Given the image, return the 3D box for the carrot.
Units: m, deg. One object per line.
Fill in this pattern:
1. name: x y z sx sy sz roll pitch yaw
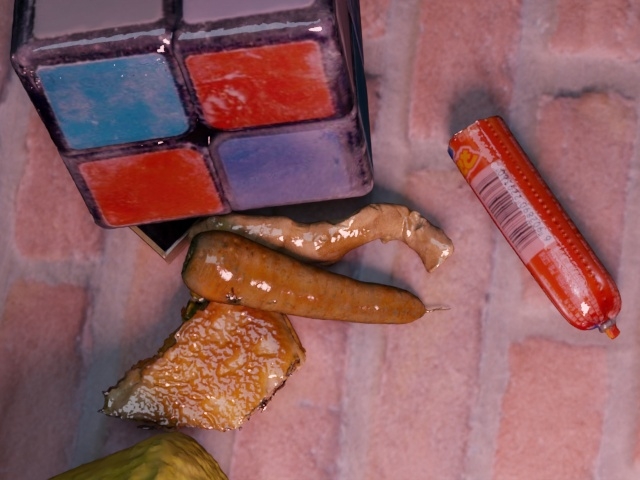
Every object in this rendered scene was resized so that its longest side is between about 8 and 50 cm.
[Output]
1. carrot: -0.002 0.053 1.782 0.298 0.078 0.078 13 76 -15

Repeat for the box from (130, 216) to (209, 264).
1. box: -0.170 -0.030 1.865 0.079 0.035 0.083 41 84 14

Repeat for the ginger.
1. ginger: 0.000 0.000 1.819 0.288 0.089 0.075 1 49 -3

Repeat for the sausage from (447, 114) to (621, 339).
1. sausage: 0.238 -0.009 1.796 0.074 0.074 0.274 -33 74 -3

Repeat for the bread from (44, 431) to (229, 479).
1. bread: -0.197 0.379 1.621 0.308 0.348 0.348 -19 74 12

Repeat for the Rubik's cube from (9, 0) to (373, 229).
1. Rubik's cube: -0.122 -0.231 1.734 0.313 0.318 0.316 -7 56 6

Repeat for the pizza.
1. pizza: -0.118 0.141 1.800 0.147 0.069 0.226 39 75 6
